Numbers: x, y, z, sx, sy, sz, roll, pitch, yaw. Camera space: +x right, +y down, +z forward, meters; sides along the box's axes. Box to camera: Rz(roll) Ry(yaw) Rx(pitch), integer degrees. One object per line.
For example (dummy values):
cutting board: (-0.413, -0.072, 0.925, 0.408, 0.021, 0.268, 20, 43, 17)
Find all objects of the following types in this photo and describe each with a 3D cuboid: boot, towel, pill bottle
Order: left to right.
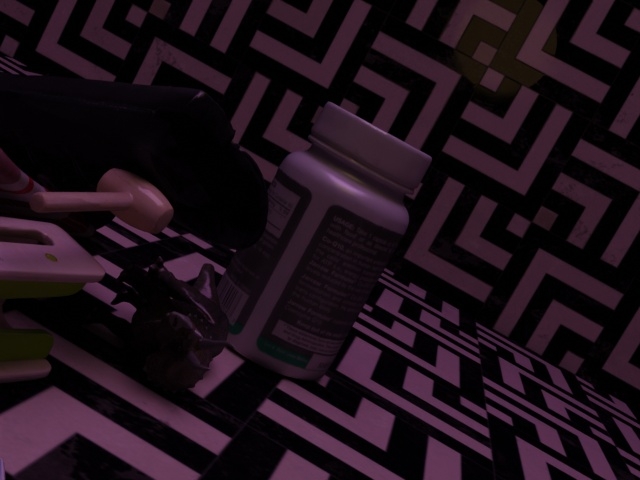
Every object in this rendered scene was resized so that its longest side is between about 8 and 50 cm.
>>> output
towel: (-0.386, -0.060, 0.889, 0.237, 0.037, 0.329, 8, -10, 2)
boot: (-0.242, -0.079, 1.076, 0.445, 0.146, 0.367, 11, -17, 32)
pill bottle: (0.000, 0.000, 1.236, 0.204, 0.361, 0.204, 28, 8, -5)

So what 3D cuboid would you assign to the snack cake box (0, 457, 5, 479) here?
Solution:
snack cake box: (-0.270, 0.130, 0.309, 0.264, 0.152, 0.089, 24, 10, -28)

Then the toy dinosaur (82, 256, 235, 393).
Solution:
toy dinosaur: (-0.174, 0.100, 1.034, 0.160, 0.121, 0.313, 41, 5, 4)

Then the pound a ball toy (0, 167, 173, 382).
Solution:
pound a ball toy: (-0.300, 0.006, 0.740, 0.135, 0.208, 0.319, 36, 12, 22)
